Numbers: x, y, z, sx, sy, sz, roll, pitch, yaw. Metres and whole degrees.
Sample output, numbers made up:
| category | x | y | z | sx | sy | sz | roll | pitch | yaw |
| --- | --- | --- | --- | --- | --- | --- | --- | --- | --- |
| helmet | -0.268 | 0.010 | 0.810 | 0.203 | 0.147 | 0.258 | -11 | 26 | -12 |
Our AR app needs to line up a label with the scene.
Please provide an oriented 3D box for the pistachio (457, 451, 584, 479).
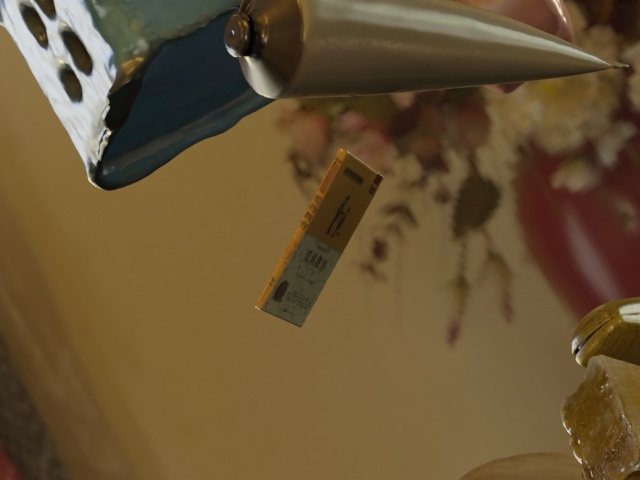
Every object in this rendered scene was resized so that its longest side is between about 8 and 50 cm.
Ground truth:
| category | x | y | z | sx | sy | sz | roll | pitch | yaw |
| --- | --- | --- | --- | --- | --- | --- | --- | --- | --- |
| pistachio | 0.231 | 0.274 | 1.887 | 0.223 | 0.152 | 0.126 | 1 | -38 | 13 |

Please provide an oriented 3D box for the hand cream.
| category | x | y | z | sx | sy | sz | roll | pitch | yaw |
| --- | --- | --- | --- | --- | --- | --- | --- | --- | --- |
| hand cream | 0.039 | -0.088 | 0.874 | 0.186 | 0.054 | 0.087 | -1 | 17 | -35 |

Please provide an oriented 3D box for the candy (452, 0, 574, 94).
| category | x | y | z | sx | sy | sz | roll | pitch | yaw |
| --- | --- | --- | --- | --- | --- | --- | --- | --- | --- |
| candy | 0.114 | -0.234 | 1.660 | 0.094 | 0.255 | 0.255 | -37 | -5 | 5 |

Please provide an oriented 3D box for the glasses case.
| category | x | y | z | sx | sy | sz | roll | pitch | yaw |
| --- | --- | --- | --- | --- | --- | --- | --- | --- | --- |
| glasses case | 0.331 | 0.088 | 1.880 | 0.234 | 0.064 | 0.079 | 0 | -37 | -39 |

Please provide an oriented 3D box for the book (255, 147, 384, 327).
| category | x | y | z | sx | sy | sz | roll | pitch | yaw |
| --- | --- | --- | --- | --- | --- | --- | --- | --- | --- |
| book | 0.000 | 0.000 | 1.921 | 0.172 | 0.012 | 0.118 | -61 | -21 | 0 |

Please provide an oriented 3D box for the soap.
| category | x | y | z | sx | sy | sz | roll | pitch | yaw |
| --- | --- | --- | --- | --- | --- | --- | --- | --- | --- |
| soap | 0.340 | 0.192 | 1.652 | 0.160 | 0.257 | 0.080 | -105 | 36 | -58 |

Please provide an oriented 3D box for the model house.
| category | x | y | z | sx | sy | sz | roll | pitch | yaw |
| --- | --- | --- | --- | --- | --- | --- | --- | --- | --- |
| model house | -0.139 | -0.233 | 1.486 | 0.237 | 0.303 | 0.215 | -30 | -8 | -24 |
